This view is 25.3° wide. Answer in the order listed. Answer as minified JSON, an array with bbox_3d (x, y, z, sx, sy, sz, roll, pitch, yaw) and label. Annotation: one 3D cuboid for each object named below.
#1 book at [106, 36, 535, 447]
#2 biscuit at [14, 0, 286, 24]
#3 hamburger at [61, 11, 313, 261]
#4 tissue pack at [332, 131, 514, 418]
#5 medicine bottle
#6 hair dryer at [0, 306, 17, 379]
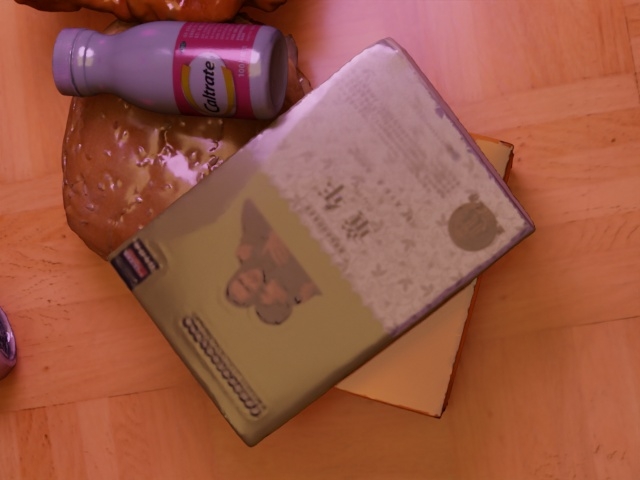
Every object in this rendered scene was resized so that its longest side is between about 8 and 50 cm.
[{"bbox_3d":[0.000,0.000,1.357,0.352,0.035,0.239,-38,83,4],"label":"book"},{"bbox_3d":[-0.159,-0.349,1.459,0.312,0.110,0.318,9,54,8],"label":"biscuit"},{"bbox_3d":[-0.137,-0.102,1.473,0.259,0.144,0.283,1,80,11],"label":"hamburger"},{"bbox_3d":[0.068,0.020,1.433,0.194,0.145,0.274,16,88,7],"label":"tissue pack"},{"bbox_3d":[-0.144,-0.165,1.365,0.216,0.090,0.090,4,86,13],"label":"medicine bottle"},{"bbox_3d":[-0.379,0.238,1.517,0.189,0.107,0.344,-21,92,4],"label":"hair dryer"}]
